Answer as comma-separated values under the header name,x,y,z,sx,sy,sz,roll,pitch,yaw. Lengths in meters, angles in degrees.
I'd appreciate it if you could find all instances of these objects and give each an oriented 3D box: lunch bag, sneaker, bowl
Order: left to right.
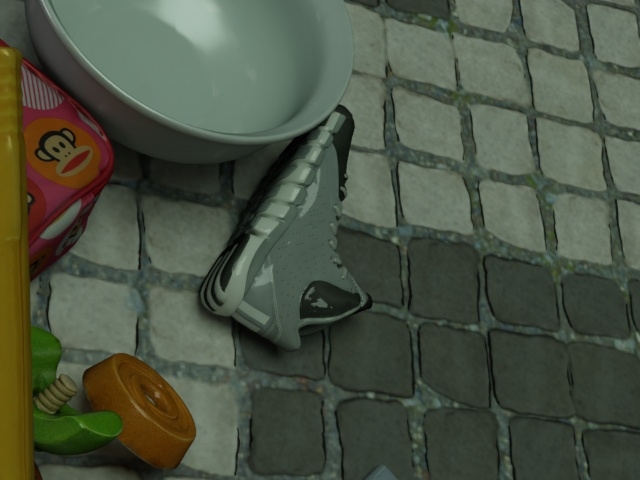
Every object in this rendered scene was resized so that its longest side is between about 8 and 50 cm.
name,x,y,z,sx,sy,sz,roll,pitch,yaw
lunch bag,-0.326,-0.046,1.133,0.258,0.120,0.293,41,50,2
bowl,-0.130,-0.173,1.283,0.298,0.134,0.298,19,51,-25
sneaker,0.000,0.000,1.310,0.132,0.086,0.228,37,62,-12

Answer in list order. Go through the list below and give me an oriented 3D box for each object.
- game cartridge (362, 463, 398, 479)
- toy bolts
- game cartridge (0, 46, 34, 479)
name,x,y,z,sx,sy,sz,roll,pitch,yaw
game cartridge,0.059,0.230,1.247,0.083,0.017,0.056,49,56,3
toy bolts,-0.170,0.200,1.096,0.228,0.158,0.218,50,11,17
game cartridge,-0.327,0.025,0.958,0.285,0.053,0.323,-1,99,-1
